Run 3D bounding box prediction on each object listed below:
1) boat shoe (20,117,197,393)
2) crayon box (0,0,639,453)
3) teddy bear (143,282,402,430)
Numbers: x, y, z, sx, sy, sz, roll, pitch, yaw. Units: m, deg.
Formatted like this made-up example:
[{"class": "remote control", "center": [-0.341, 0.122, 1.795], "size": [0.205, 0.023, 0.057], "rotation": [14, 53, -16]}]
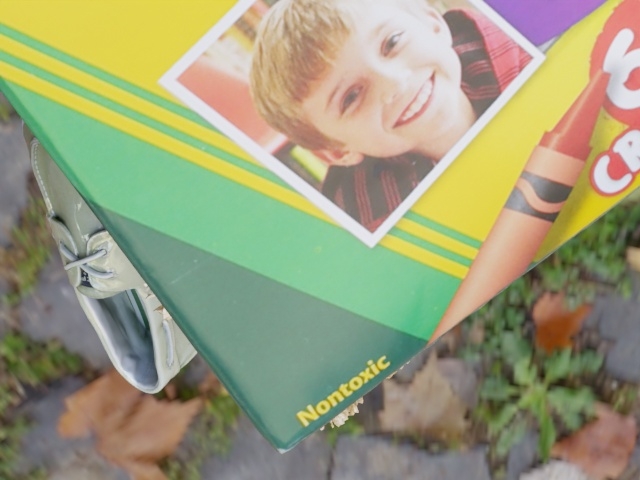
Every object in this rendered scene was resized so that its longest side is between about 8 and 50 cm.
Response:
[{"class": "boat shoe", "center": [-0.155, 0.004, 1.525], "size": [0.109, 0.302, 0.094], "rotation": [6, 51, 30]}, {"class": "crayon box", "center": [0.040, -0.161, 0.607], "size": [0.363, 0.313, 0.106], "rotation": [-37, 34, -4]}, {"class": "teddy bear", "center": [0.000, 0.000, 1.373], "size": [0.113, 0.338, 0.245], "rotation": [-14, 50, 35]}]
